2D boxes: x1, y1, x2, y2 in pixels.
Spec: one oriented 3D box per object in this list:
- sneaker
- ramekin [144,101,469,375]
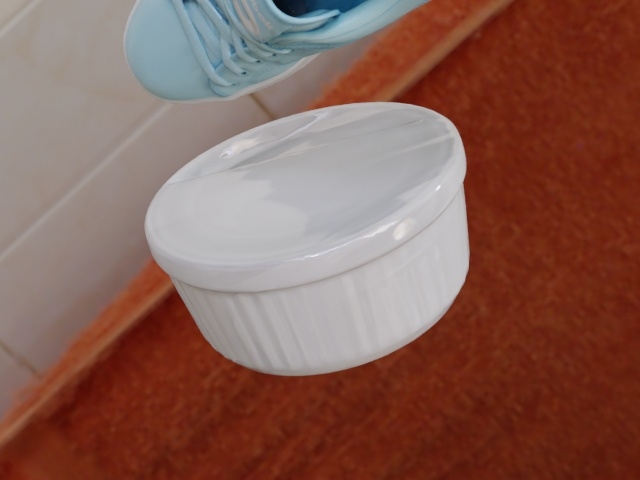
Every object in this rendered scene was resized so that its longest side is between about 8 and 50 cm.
[{"bbox_3d":[-0.030,-0.180,1.001,0.150,0.366,0.135,-33,97,-51],"label":"sneaker"},{"bbox_3d":[0.000,0.000,1.232,0.273,0.273,0.127,-132,-158,-60],"label":"ramekin"}]
